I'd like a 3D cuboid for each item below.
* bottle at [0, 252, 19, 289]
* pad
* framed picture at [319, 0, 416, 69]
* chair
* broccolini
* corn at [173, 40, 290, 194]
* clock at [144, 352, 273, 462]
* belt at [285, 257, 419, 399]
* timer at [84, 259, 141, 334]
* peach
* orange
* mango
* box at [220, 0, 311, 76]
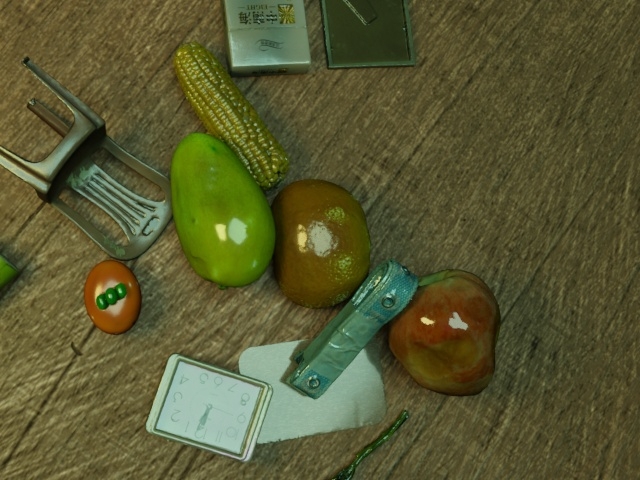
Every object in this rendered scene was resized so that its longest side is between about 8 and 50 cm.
[{"bbox_3d":[-0.645,0.138,1.300,0.093,0.093,0.330,43,75,-4],"label":"bottle"},{"bbox_3d":[-0.012,0.268,1.473,0.266,0.002,0.176,-6,84,-14],"label":"pad"},{"bbox_3d":[0.088,-0.462,1.590,0.184,0.016,0.250,-6,83,-13],"label":"framed picture"},{"bbox_3d":[-0.401,-0.119,1.347,0.326,0.183,0.175,36,77,-5],"label":"chair"},{"bbox_3d":[0.081,0.388,1.468,0.044,0.042,0.218,47,69,-2],"label":"broccolini"},{"bbox_3d":[-0.170,-0.225,1.456,0.102,0.102,0.313,-37,90,-15],"label":"corn"},{"bbox_3d":[-0.193,0.291,1.392,0.192,0.071,0.147,20,79,-8],"label":"clock"},{"bbox_3d":[0.053,0.158,1.405,0.072,0.087,0.302,36,107,-18],"label":"belt"},{"bbox_3d":[-0.350,0.095,1.360,0.099,0.136,0.136,-18,87,-20],"label":"timer"},{"bbox_3d":[0.232,0.172,1.447,0.214,0.214,0.235,-22,106,-15],"label":"peach"},{"bbox_3d":[0.001,0.002,1.432,0.179,0.158,0.237,-7,84,-12],"label":"orange"},{"bbox_3d":[-0.176,-0.045,1.391,0.149,0.185,0.273,-15,68,-36],"label":"mango"},{"bbox_3d":[-0.109,-0.435,1.515,0.155,0.067,0.243,-7,83,-12],"label":"box"}]
